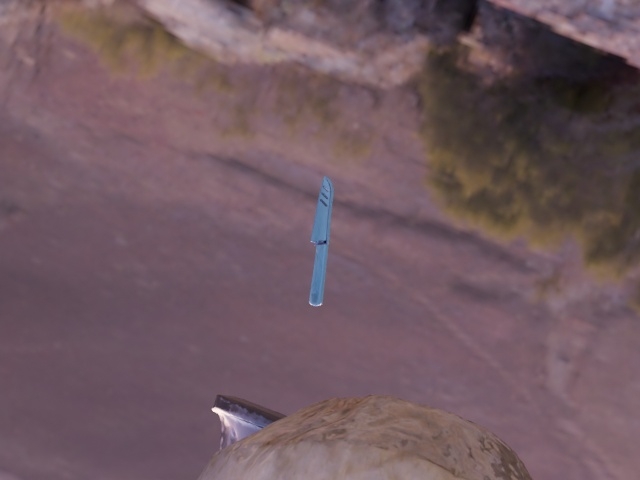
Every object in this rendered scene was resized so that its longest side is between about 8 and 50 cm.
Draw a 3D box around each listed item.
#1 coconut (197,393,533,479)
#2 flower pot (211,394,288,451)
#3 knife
[{"bbox_3d":[0.015,0.272,1.002,0.329,0.328,0.329,21,163,7],"label":"coconut"},{"bbox_3d":[-0.008,0.269,1.488,0.269,0.166,0.269,23,169,5],"label":"flower pot"},{"bbox_3d":[0.000,0.000,1.074,0.014,0.091,0.005,4,173,27],"label":"knife"}]
